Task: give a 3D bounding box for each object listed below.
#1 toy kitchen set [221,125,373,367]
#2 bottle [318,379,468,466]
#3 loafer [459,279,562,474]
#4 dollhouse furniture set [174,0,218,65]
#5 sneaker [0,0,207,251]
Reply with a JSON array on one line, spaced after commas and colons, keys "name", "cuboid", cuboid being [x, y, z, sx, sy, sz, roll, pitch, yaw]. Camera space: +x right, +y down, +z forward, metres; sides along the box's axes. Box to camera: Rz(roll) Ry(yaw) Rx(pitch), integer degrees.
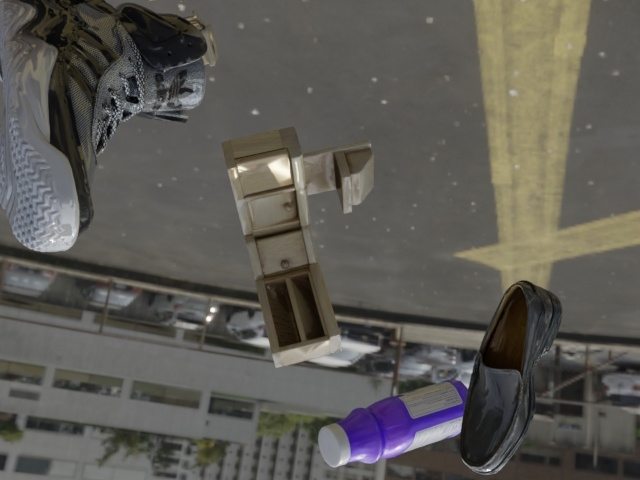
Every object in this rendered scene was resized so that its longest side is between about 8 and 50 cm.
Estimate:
[{"name": "toy kitchen set", "cuboid": [0.000, 0.000, 0.337, 0.068, 0.075, 0.083, -13, 146, -5]}, {"name": "bottle", "cuboid": [0.131, 0.314, 1.254, 0.282, 0.092, 0.118, -8, 149, -31]}, {"name": "loafer", "cuboid": [0.152, 0.114, 0.630, 0.062, 0.170, 0.061, 11, 168, 41]}, {"name": "dollhouse furniture set", "cuboid": [-0.274, -0.352, 1.194, 0.181, 0.161, 0.101, -11, -158, 1]}, {"name": "sneaker", "cuboid": [-0.152, -0.103, 0.535, 0.153, 0.269, 0.101, 1, 137, -27]}]
